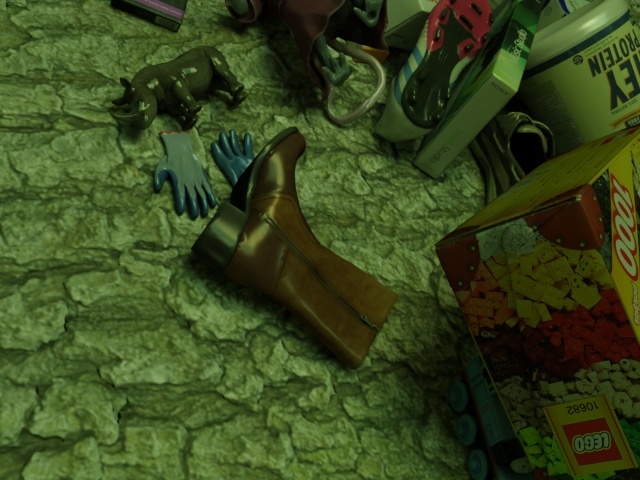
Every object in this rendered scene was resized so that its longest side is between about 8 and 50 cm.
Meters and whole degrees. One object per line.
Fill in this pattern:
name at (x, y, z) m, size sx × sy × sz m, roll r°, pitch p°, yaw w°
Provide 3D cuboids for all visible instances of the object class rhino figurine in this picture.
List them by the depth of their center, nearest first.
rhino figurine at (-0.216, -0.221, 1.241) m, size 0.106 × 0.073 × 0.243 m, roll 49°, pitch 47°, yaw 7°

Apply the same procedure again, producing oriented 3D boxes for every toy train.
toy train at (0.235, 0.240, 1.119) m, size 0.080 × 0.105 × 0.184 m, roll 8°, pitch 51°, yaw -26°

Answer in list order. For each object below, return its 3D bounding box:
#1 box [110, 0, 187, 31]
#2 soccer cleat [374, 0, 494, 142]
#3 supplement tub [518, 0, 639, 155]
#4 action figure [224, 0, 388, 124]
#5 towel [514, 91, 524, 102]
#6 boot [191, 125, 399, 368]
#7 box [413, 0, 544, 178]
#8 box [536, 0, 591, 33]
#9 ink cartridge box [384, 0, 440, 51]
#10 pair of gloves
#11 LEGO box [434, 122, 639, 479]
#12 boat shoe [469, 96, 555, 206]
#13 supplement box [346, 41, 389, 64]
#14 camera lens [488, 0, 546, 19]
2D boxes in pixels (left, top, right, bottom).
box at (-0.269, -0.433, 1.385) m, size 0.116 × 0.029 × 0.162 m, roll 19°, pitch 63°, yaw -18°
soccer cleat at (0.188, -0.308, 1.465) m, size 0.116 × 0.143 × 0.331 m, roll 39°, pitch 62°, yaw -17°
supplement tub at (0.515, -0.256, 1.552) m, size 0.235 × 0.235 × 0.324 m, roll -42°, pitch 103°, yaw -45°
action figure at (-0.021, -0.419, 1.442) m, size 0.248 × 0.275 × 0.370 m, roll -40°, pitch 47°, yaw -9°
towel at (0.567, -0.317, 1.811) m, size 0.317 × 0.053 × 0.332 m, roll 34°, pitch 44°, yaw -2°
boot at (0.000, 0.000, 1.162) m, size 0.280 × 0.096 × 0.264 m, roll 35°, pitch 47°, yaw -8°
box at (0.280, -0.280, 1.477) m, size 0.058 × 0.232 × 0.322 m, roll 32°, pitch 44°, yaw -8°
box at (0.508, -0.434, 1.745) m, size 0.137 × 0.126 × 0.072 m, roll 5°, pitch 53°, yaw -28°
ink cartridge box at (0.153, -0.518, 1.587) m, size 0.211 × 0.122 × 0.289 m, roll -9°, pitch 78°, yaw -53°
pair of gloves at (-0.152, -0.100, 1.217) m, size 0.198 × 0.023 × 0.159 m, roll -1°, pitch 56°, yaw -33°
LEGO box at (0.398, 0.074, 1.145) m, size 0.500 × 0.193 × 0.372 m, roll -31°, pitch 98°, yaw -55°
boat shoe at (0.360, -0.160, 1.500) m, size 0.132 × 0.130 × 0.355 m, roll 12°, pitch 50°, yaw -23°
supplement box at (0.082, -0.378, 1.574) m, size 0.062 × 0.036 × 0.098 m, roll 1°, pitch 56°, yaw -32°
camera lens at (0.350, -0.574, 1.766) m, size 0.219 × 0.219 × 0.274 m, roll -12°, pitch 62°, yaw -37°
